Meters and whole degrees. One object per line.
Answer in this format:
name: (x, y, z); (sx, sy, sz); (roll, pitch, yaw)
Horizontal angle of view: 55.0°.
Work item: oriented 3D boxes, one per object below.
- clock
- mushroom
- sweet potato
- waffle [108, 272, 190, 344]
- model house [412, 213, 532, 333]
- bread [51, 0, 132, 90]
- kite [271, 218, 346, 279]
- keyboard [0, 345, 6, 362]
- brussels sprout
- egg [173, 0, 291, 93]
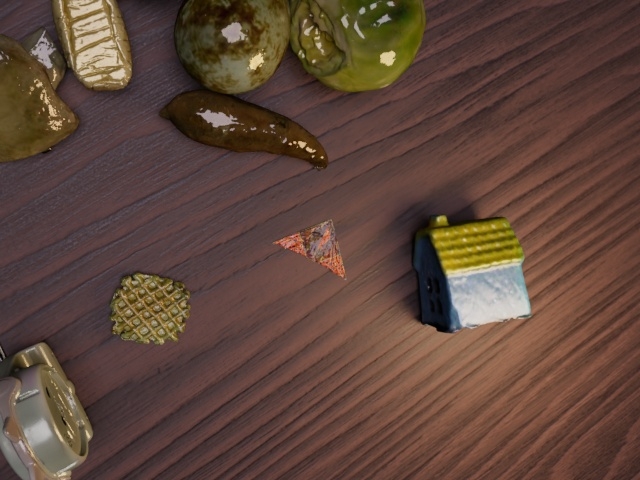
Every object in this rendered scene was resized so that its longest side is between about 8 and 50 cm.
clock: (-0.574, 0.374, 1.267); (0.109, 0.324, 0.265); (-24, 105, -12)
mushroom: (-0.633, -0.280, 1.236); (0.292, 0.212, 0.217); (-30, 97, -18)
sweet potato: (-0.155, -0.254, 1.418); (0.423, 0.130, 0.130); (12, 94, -22)
waffle: (-0.400, 0.164, 1.443); (0.184, 0.036, 0.169); (13, 96, -16)
model house: (0.375, 0.075, 1.578); (0.237, 0.215, 0.303); (-9, 96, -15)
bread: (-0.480, -0.432, 1.301); (0.140, 0.106, 0.236); (-15, 102, -13)
kite: (0.000, 0.000, 1.558); (0.222, 0.008, 0.125); (26, 87, -19)
keyboard: (-0.760, 0.245, 1.350); (0.106, 0.027, 0.317); (-22, 104, -13)
brussels sprout: (0.086, -0.505, 1.377); (0.344, 0.268, 0.344); (-3, 102, -14)
egg: (-0.182, -0.455, 1.324); (0.238, 0.238, 0.289); (33, 69, -18)
